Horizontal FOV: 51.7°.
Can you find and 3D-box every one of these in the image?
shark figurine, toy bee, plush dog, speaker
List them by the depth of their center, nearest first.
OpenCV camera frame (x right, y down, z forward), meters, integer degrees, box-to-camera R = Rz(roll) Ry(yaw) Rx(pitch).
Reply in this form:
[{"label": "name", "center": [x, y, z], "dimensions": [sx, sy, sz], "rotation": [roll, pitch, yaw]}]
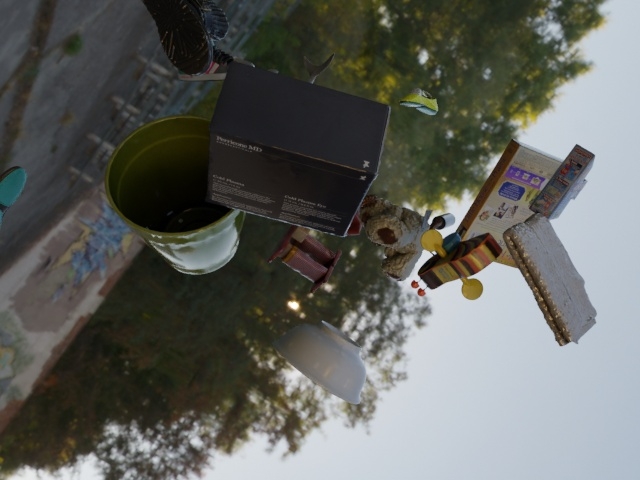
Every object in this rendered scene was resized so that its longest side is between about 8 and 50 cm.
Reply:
[{"label": "toy bee", "center": [0.304, 0.074, 1.585], "dimensions": [0.162, 0.195, 0.298], "rotation": [-45, 168, -19]}, {"label": "shark figurine", "center": [-0.078, -0.405, 1.716], "dimensions": [0.278, 0.166, 0.116], "rotation": [-15, -172, -34]}, {"label": "plush dog", "center": [0.205, -0.046, 1.920], "dimensions": [0.210, 0.262, 0.225], "rotation": [-42, -127, -18]}, {"label": "speaker", "center": [0.465, -0.073, 2.488], "dimensions": [0.055, 0.055, 0.136], "rotation": [-45, 167, 25]}]

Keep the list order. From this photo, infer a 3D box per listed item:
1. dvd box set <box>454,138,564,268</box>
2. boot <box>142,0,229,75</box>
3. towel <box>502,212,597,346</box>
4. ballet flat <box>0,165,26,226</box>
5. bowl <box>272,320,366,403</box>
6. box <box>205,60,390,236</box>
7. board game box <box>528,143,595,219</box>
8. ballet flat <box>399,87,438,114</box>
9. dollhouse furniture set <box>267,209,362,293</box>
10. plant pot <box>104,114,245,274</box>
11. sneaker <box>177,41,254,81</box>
[{"label": "dvd box set", "center": [0.670, -0.114, 2.273], "dimensions": [0.420, 0.308, 0.062], "rotation": [-63, -151, 23]}, {"label": "boot", "center": [-0.355, -0.605, 1.912], "dimensions": [0.131, 0.348, 0.260], "rotation": [-30, 167, 19]}, {"label": "towel", "center": [0.507, 0.080, 1.442], "dimensions": [0.049, 0.282, 0.187], "rotation": [-32, 172, 39]}, {"label": "ballet flat", "center": [-1.001, -0.110, 2.011], "dimensions": [0.095, 0.096, 0.280], "rotation": [64, 39, -59]}, {"label": "bowl", "center": [0.022, 0.319, 1.859], "dimensions": [0.134, 0.298, 0.298], "rotation": [-56, -163, -1]}, {"label": "box", "center": [-0.061, -0.183, 1.433], "dimensions": [0.312, 0.343, 0.178], "rotation": [117, -13, -65]}, {"label": "board game box", "center": [0.645, -0.152, 1.711], "dimensions": [0.194, 0.060, 0.194], "rotation": [-9, 133, -54]}, {"label": "ballet flat", "center": [0.371, -0.533, 2.496], "dimensions": [0.077, 0.231, 0.077], "rotation": [7, -88, 40]}, {"label": "dollhouse furniture set", "center": [0.000, 0.000, 2.176], "dimensions": [0.374, 0.201, 0.152], "rotation": [-45, -167, 53]}, {"label": "plant pot", "center": [-0.355, -0.085, 1.792], "dimensions": [0.353, 0.367, 0.366], "rotation": [93, 22, -61]}, {"label": "sneaker", "center": [-0.381, -0.666, 2.340], "dimensions": [0.296, 0.178, 0.124], "rotation": [1, -152, 15]}]
